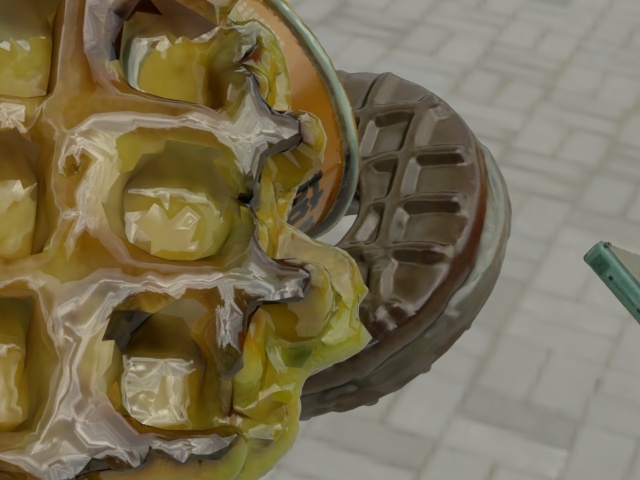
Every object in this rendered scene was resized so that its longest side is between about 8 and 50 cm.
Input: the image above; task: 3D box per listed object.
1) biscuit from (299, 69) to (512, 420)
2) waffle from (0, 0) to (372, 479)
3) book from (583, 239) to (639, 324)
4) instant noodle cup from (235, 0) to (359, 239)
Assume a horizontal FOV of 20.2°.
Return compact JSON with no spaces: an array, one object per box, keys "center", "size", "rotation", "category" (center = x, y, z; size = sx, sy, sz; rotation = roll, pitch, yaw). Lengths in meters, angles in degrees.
[{"center":[0.000,0.000,1.510],"size":[0.332,0.103,0.332],"rotation":[-15,49,18],"category":"biscuit"},{"center":[-0.126,0.000,0.413],"size":[0.243,0.059,0.238],"rotation":[40,76,20],"category":"waffle"},{"center":[0.293,0.121,1.137],"size":[0.282,0.025,0.215],"rotation":[54,19,28],"category":"book"},{"center":[-0.113,-0.033,0.916],"size":[0.216,0.215,0.172],"rotation":[23,50,24],"category":"instant noodle cup"}]
